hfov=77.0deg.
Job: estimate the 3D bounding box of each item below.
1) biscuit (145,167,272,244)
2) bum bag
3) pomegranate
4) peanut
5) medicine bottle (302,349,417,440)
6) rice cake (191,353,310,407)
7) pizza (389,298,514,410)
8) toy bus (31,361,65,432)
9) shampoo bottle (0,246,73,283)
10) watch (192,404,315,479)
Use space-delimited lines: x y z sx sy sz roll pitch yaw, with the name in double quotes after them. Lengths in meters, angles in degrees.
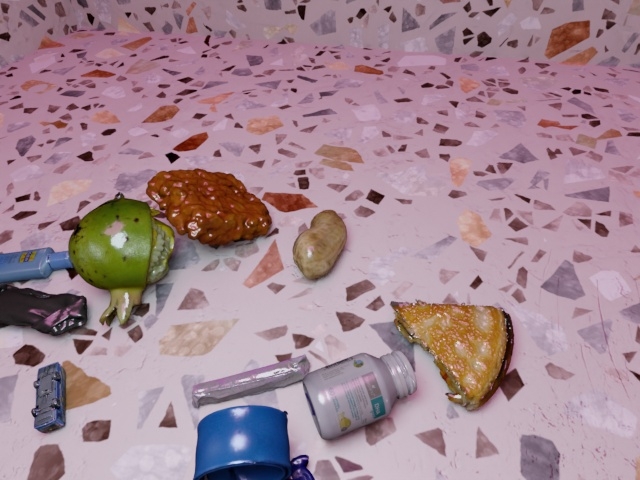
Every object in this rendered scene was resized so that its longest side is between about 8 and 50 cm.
-0.317 -0.105 1.202 0.318 0.110 0.312 -2 37 -47 "biscuit"
-0.743 0.183 1.036 0.326 0.079 0.142 6 39 13 "bum bag"
-0.513 0.049 1.044 0.261 0.260 0.340 -1 74 2 "pomegranate"
0.000 0.000 1.139 0.137 0.122 0.253 12 45 25 "peanut"
0.082 0.306 0.827 0.215 0.135 0.135 -17 47 -13 "medicine bottle"
-0.152 0.311 0.891 0.270 0.055 0.049 -14 42 -7 "rice cake"
0.297 0.251 0.913 0.288 0.074 0.251 4 46 8 "pizza"
-0.588 0.341 0.880 0.051 0.061 0.153 -21 47 -15 "toy bus"
-0.842 0.070 1.156 0.259 0.061 0.103 -8 46 -5 "shampoo bottle"
-0.123 0.387 0.719 0.196 0.200 0.171 -16 44 -7 "watch"
